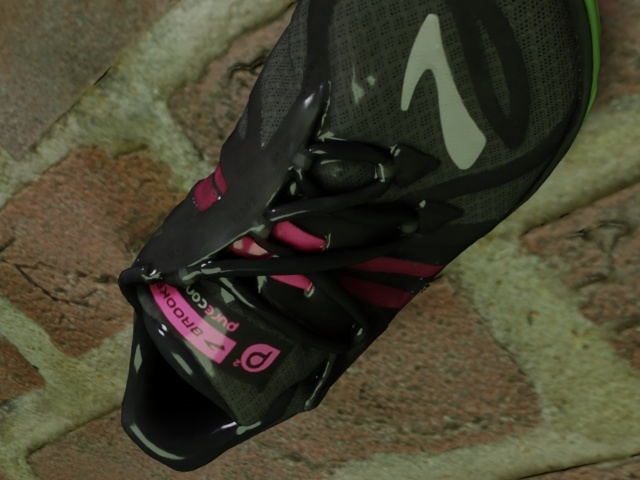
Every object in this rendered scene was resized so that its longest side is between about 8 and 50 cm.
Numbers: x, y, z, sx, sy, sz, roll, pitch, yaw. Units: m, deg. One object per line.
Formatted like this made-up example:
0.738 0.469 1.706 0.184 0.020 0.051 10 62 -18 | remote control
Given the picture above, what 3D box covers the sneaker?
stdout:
0.000 0.000 0.608 0.185 0.202 0.483 32 137 3 | sneaker
